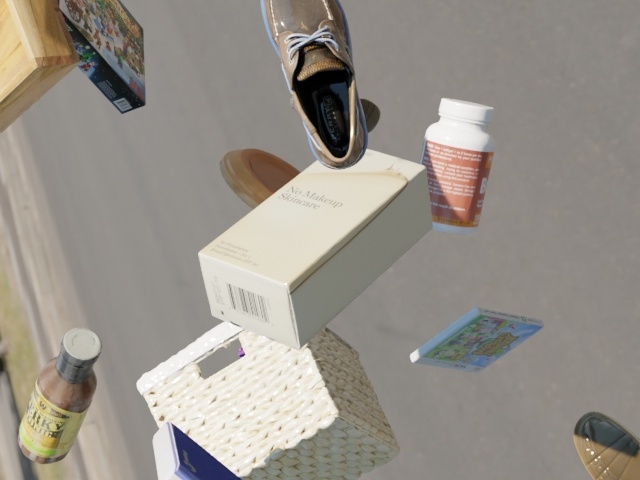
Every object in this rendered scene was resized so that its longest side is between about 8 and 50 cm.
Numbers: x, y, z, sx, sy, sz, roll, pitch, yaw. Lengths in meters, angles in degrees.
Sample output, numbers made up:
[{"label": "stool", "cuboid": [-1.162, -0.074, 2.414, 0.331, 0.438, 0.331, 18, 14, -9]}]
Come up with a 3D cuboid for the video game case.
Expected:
[{"label": "video game case", "cuboid": [0.324, 0.209, 2.513, 0.212, 0.193, 0.023, -42, 48, 39]}]

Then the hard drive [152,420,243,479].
[{"label": "hard drive", "cuboid": [-0.105, 0.400, 1.757, 0.319, 0.040, 0.210, 42, 180, -14]}]

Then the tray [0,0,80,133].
[{"label": "tray", "cuboid": [-0.484, -0.236, 1.634, 0.411, 0.076, 0.202, -28, 81, 43]}]

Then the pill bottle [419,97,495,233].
[{"label": "pill bottle", "cuboid": [0.229, -0.127, 2.063, 0.121, 0.121, 0.216, -146, 64, -62]}]

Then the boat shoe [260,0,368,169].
[{"label": "boat shoe", "cuboid": [0.000, -0.147, 0.990, 0.066, 0.066, 0.183, -95, -16, -83]}]

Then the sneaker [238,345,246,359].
[{"label": "sneaker", "cuboid": [-0.110, 0.189, 2.180, 0.068, 0.071, 0.169, 16, 95, 61]}]

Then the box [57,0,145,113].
[{"label": "box", "cuboid": [-0.331, -0.314, 1.760, 0.233, 0.044, 0.159, 51, -153, -52]}]

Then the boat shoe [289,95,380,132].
[{"label": "boat shoe", "cuboid": [0.030, -0.261, 2.408, 0.073, 0.224, 0.080, 36, 112, 36]}]

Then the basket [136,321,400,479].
[{"label": "basket", "cuboid": [-0.082, 0.312, 2.157, 0.266, 0.328, 0.331, 63, -169, 29]}]

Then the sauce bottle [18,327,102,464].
[{"label": "sauce bottle", "cuboid": [-0.474, 0.283, 2.225, 0.111, 0.111, 0.344, 64, 144, 32]}]

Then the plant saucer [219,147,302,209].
[{"label": "plant saucer", "cuboid": [-0.073, -0.090, 1.999, 0.037, 0.200, 0.200, -54, 43, 21]}]

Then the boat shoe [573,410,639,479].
[{"label": "boat shoe", "cuboid": [0.566, 0.413, 2.104, 0.302, 0.098, 0.109, 42, 109, 17]}]

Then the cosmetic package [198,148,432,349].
[{"label": "cosmetic package", "cuboid": [0.000, 0.000, 1.641, 0.160, 0.309, 0.113, 18, 133, 33]}]
